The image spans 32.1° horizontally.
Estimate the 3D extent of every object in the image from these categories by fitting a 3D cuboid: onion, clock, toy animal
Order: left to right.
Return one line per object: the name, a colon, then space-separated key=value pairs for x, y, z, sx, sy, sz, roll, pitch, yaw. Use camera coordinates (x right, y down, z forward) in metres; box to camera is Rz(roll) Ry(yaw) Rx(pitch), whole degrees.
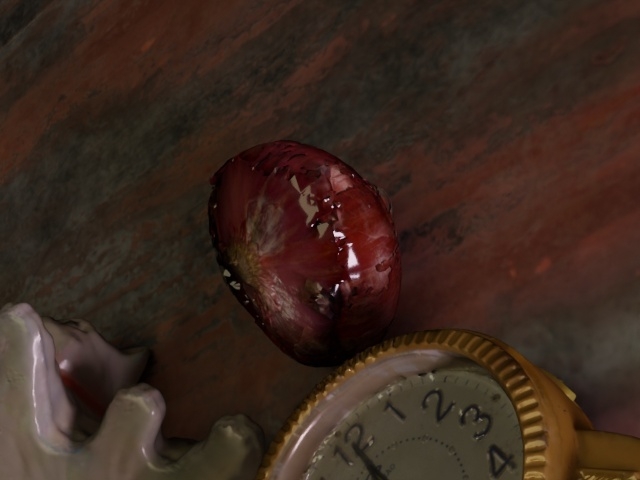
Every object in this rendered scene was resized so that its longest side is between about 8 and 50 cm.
toy animal: x=-0.163 y=0.160 z=0.922 sx=0.308 sy=0.188 sz=0.266 roll=-22 pitch=81 yaw=21
onion: x=0.000 y=0.000 z=0.833 sx=0.147 sy=0.183 sz=0.184 roll=-32 pitch=39 yaw=-27
clock: x=0.094 y=0.197 z=0.636 sx=0.244 sy=0.200 sz=0.317 roll=-48 pitch=38 yaw=-3
